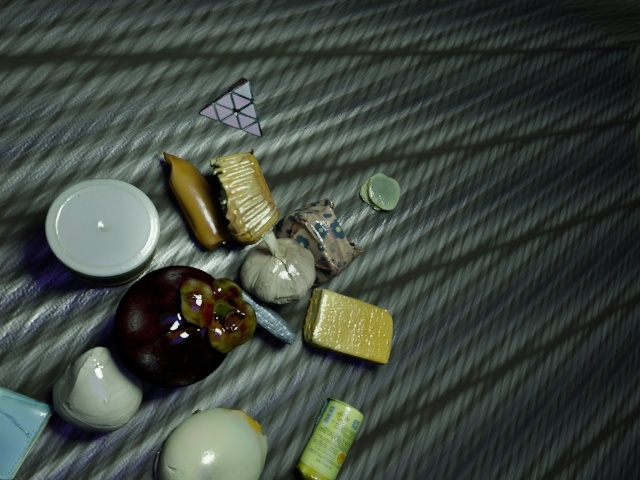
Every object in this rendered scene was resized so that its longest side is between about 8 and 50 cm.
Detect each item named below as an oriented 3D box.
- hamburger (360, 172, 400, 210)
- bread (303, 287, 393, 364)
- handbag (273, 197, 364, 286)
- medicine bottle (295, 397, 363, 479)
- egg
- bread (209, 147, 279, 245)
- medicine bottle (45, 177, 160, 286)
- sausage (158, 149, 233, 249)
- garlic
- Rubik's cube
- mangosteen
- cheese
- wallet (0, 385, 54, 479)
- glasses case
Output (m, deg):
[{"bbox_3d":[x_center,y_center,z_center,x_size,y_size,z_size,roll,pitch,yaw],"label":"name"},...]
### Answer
[{"bbox_3d":[0.219,-0.175,1.505,0.140,0.062,0.132,27,73,-19],"label":"hamburger"},{"bbox_3d":[0.089,0.276,1.320,0.275,0.114,0.184,21,67,-20],"label":"bread"},{"bbox_3d":[0.000,0.000,1.292,0.190,0.193,0.251,-35,94,-25],"label":"handbag"},{"bbox_3d":[0.026,0.594,1.215,0.124,0.124,0.238,37,67,-13],"label":"medicine bottle"},{"bbox_3d":[-0.261,0.578,1.057,0.287,0.174,0.263,16,76,-24],"label":"egg"},{"bbox_3d":[-0.213,-0.122,1.187,0.150,0.274,0.273,-21,87,0],"label":"bread"},{"bbox_3d":[-0.530,-0.010,1.033,0.238,0.232,0.237,5,77,-23],"label":"medicine bottle"},{"bbox_3d":[-0.365,-0.129,1.207,0.112,0.112,0.328,-30,92,-27],"label":"sausage"},{"bbox_3d":[-0.117,0.056,1.141,0.219,0.211,0.218,0,47,0],"label":"garlic"},{"bbox_3d":[-0.268,-0.401,1.348,0.191,0.211,0.178,-30,116,4],"label":"Rubik's cube"},{"bbox_3d":[-0.322,0.202,1.019,0.348,0.307,0.306,-16,84,16],"label":"mangosteen"},{"bbox_3d":[-0.519,0.362,0.979,0.189,0.198,0.154,41,27,-21],"label":"cheese"},{"bbox_3d":[-0.762,0.409,0.922,0.251,0.075,0.176,29,65,-15],"label":"wallet"},{"bbox_3d":[-0.185,0.207,1.208,0.282,0.109,0.067,43,76,-10],"label":"glasses case"}]
